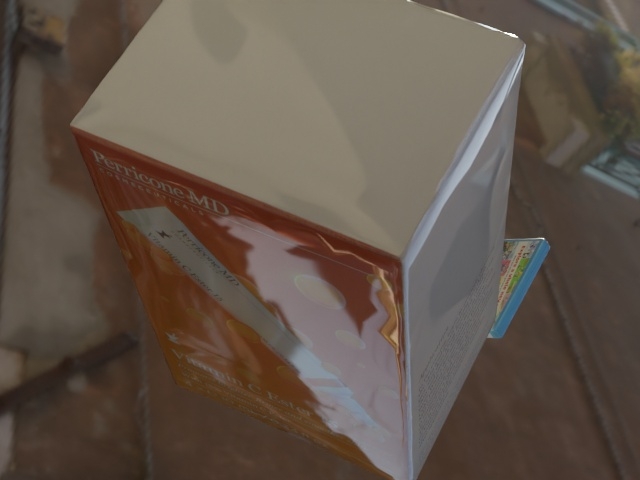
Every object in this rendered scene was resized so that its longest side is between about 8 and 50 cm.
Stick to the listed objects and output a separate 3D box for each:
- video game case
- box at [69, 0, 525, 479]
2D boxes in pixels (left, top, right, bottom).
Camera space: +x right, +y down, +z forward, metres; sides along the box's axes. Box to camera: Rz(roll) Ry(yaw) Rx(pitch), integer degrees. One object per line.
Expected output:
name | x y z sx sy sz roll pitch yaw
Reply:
video game case | 0.142 0.048 1.203 0.166 0.015 0.119 -2 -134 49
box | 0.000 0.000 0.807 0.168 0.215 0.345 -59 160 -26
